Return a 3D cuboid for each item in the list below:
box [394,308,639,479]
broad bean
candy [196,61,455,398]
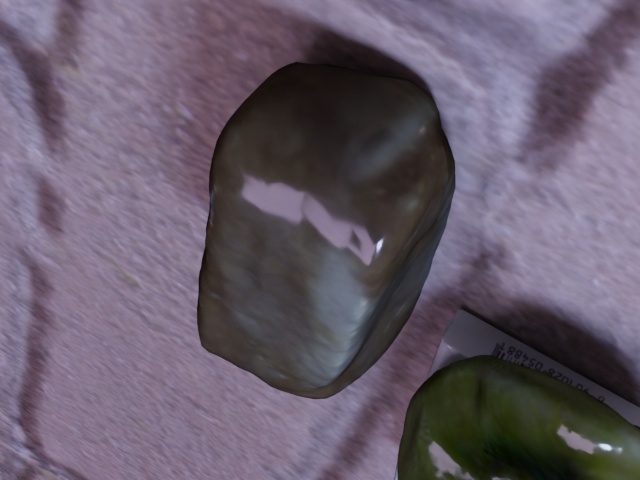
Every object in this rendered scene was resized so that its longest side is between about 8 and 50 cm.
[{"bbox_3d":[0.112,0.125,1.068,0.122,0.032,0.220,28,153,10],"label":"box"},{"bbox_3d":[0.113,0.130,0.981,0.153,0.072,0.207,26,140,9],"label":"broad bean"},{"bbox_3d":[0.000,0.000,0.900,0.104,0.102,0.234,30,152,8],"label":"candy"}]
